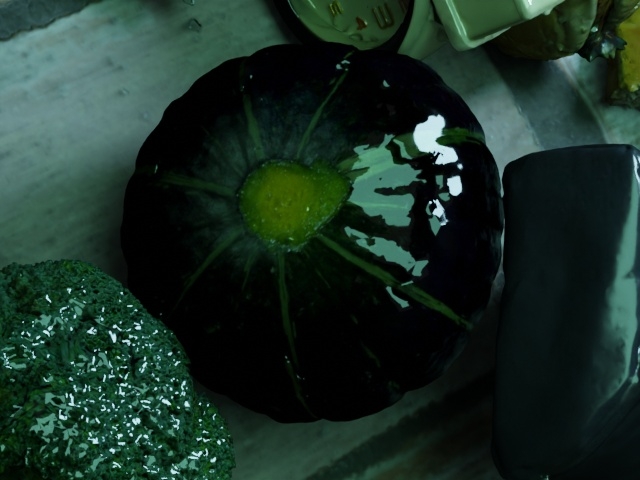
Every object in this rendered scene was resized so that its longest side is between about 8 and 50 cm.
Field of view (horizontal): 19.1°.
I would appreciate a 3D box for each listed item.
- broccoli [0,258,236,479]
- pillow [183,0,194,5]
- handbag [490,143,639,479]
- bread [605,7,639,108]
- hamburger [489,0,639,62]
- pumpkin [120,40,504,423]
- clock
[{"bbox_3d":[-0.220,0.151,1.317,0.298,0.297,0.297,26,93,-17],"label":"broccoli"},{"bbox_3d":[-0.211,-0.280,1.513,0.254,0.078,0.144,12,76,-21],"label":"pillow"},{"bbox_3d":[0.258,0.086,1.519,0.302,0.178,0.275,28,57,-59],"label":"handbag"},{"bbox_3d":[0.346,-0.219,1.748,0.185,0.109,0.380,8,75,-24],"label":"bread"},{"bbox_3d":[0.176,-0.284,1.612,0.132,0.211,0.308,-28,100,-13],"label":"hamburger"},{"bbox_3d":[0.000,0.000,1.461,0.296,0.296,0.295,7,73,-24],"label":"pumpkin"},{"bbox_3d":[0.032,-0.325,1.520,0.120,0.276,0.379,-35,105,-45],"label":"clock"}]
